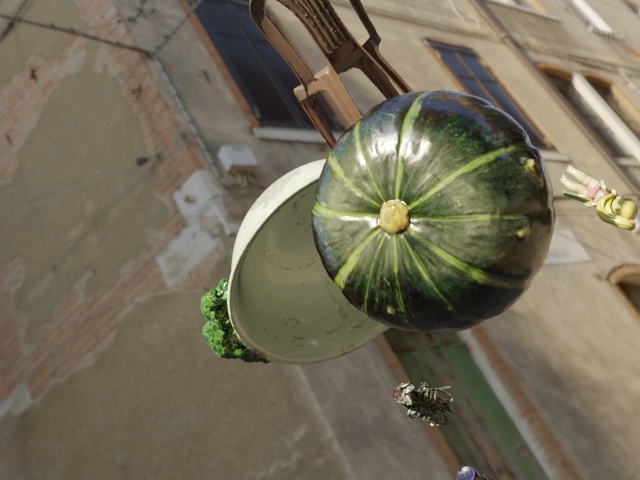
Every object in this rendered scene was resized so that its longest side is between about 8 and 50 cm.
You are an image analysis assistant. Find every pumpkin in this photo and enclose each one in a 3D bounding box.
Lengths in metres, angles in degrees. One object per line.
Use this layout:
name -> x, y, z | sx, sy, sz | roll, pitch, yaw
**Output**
pumpkin -> 0.145, -0.036, 1.016 | 0.323, 0.323, 0.241 | -47, -12, 31

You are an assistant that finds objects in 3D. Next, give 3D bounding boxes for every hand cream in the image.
hand cream -> 0.280, 0.428, 1.278 | 0.062, 0.039, 0.163 | -36, -62, 9

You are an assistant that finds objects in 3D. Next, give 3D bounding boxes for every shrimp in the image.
shrimp -> 0.181, 0.281, 1.381 | 0.174, 0.076, 0.082 | 33, -108, -44

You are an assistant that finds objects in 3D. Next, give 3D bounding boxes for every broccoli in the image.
broccoli -> -0.183, 0.193, 2.030 | 0.295, 0.265, 0.245 | -13, -31, -39

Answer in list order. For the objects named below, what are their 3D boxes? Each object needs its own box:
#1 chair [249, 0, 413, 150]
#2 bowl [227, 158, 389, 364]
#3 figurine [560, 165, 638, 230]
chair -> 0.018, -0.308, 1.299 | 0.176, 0.326, 0.183 | -38, 12, -7
bowl -> 0.000, 0.000, 1.408 | 0.435, 0.196, 0.434 | -17, -49, -21
figurine -> 0.584, -0.086, 1.620 | 0.083, 0.187, 0.083 | -43, -19, -19
